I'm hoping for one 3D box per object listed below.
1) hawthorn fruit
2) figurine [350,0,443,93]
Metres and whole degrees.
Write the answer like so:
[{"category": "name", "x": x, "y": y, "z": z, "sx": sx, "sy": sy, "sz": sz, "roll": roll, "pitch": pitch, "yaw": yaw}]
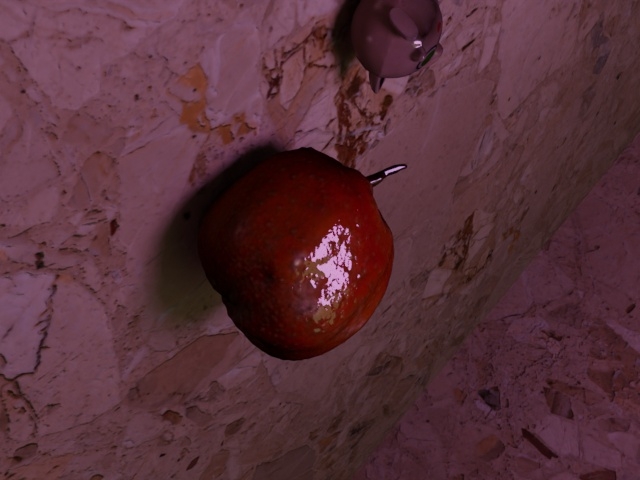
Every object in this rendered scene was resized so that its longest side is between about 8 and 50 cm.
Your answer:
[{"category": "hawthorn fruit", "x": 0.000, "y": 0.000, "z": 1.108, "sx": 0.300, "sy": 0.254, "sz": 0.254, "roll": -34, "pitch": 153, "yaw": -6}, {"category": "figurine", "x": 0.098, "y": -0.260, "z": 1.076, "sx": 0.125, "sy": 0.125, "sz": 0.138, "roll": -42, "pitch": 169, "yaw": -17}]
